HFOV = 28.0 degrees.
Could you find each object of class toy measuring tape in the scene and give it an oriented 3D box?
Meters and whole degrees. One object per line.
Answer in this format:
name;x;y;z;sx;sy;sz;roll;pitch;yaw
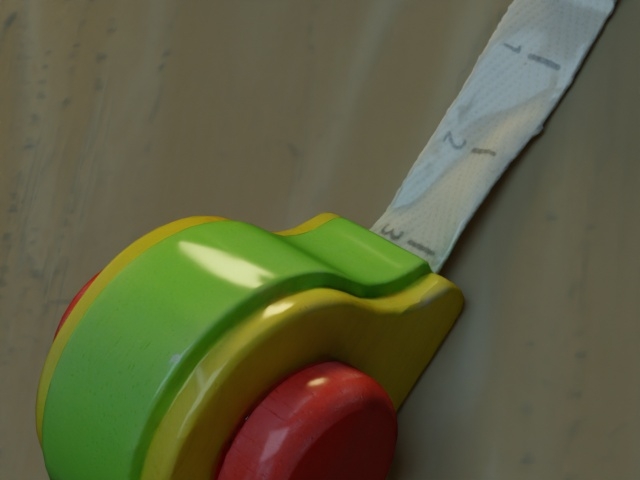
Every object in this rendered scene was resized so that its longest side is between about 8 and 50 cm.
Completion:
toy measuring tape;0.000;0.000;0.428;0.121;0.121;0.330;30;84;33
